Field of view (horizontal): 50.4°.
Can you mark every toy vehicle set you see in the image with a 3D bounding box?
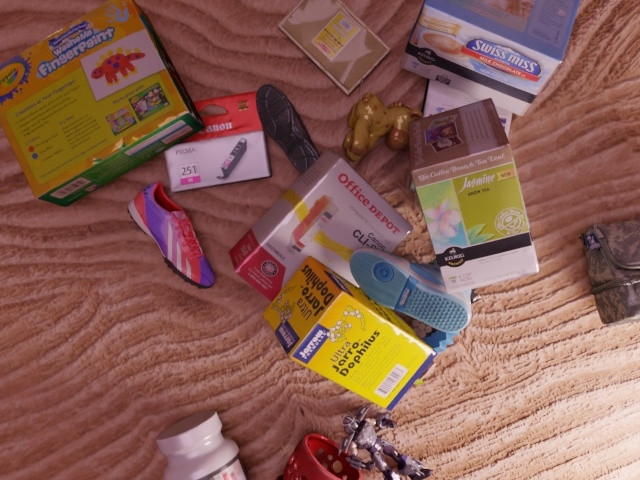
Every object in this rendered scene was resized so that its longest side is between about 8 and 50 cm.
[{"bbox_3d":[0.037,-0.537,1.810,0.267,0.035,0.166,45,94,0],"label":"toy vehicle set"}]

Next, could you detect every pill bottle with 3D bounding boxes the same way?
[{"bbox_3d":[-0.288,0.652,1.790,0.210,0.210,0.363,-21,91,4],"label":"pill bottle"}]

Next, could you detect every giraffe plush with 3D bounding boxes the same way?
[{"bbox_3d":[0.165,-0.297,1.755,0.170,0.181,0.210,11,110,-9],"label":"giraffe plush"}]

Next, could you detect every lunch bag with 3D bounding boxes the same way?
[{"bbox_3d":[0.834,0.064,1.718,0.305,0.212,0.256,-11,75,3],"label":"lunch bag"}]

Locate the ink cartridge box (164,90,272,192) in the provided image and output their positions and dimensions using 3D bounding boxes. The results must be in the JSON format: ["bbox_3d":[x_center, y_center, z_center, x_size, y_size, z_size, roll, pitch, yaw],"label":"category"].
[{"bbox_3d":[-0.283,-0.267,1.828,0.275,0.060,0.239,-9,93,3],"label":"ink cartridge box"}]

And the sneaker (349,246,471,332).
[{"bbox_3d":[0.232,0.087,1.683,0.319,0.208,0.127,31,122,4],"label":"sneaker"}]

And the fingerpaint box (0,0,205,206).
[{"bbox_3d":[-0.587,-0.358,1.766,0.445,0.163,0.371,-29,81,4],"label":"fingerpaint box"}]

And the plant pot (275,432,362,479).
[{"bbox_3d":[-0.012,0.635,1.787,0.191,0.191,0.174,34,98,1],"label":"plant pot"}]

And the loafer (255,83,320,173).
[{"bbox_3d":[-0.083,-0.292,1.812,0.096,0.084,0.267,-32,87,17],"label":"loafer"}]

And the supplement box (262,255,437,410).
[{"bbox_3d":[0.073,0.227,1.636,0.356,0.194,0.195,34,96,-34],"label":"supplement box"}]

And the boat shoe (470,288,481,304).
[{"bbox_3d":[0.387,0.106,1.815,0.042,0.049,0.133,-24,93,-2],"label":"boat shoe"}]

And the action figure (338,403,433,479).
[{"bbox_3d":[0.158,0.555,1.805,0.285,0.099,0.185,46,60,-10],"label":"action figure"}]

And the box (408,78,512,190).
[{"bbox_3d":[0.373,-0.271,1.795,0.232,0.058,0.322,10,92,2],"label":"box"}]

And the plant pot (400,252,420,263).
[{"bbox_3d":[0.224,0.093,1.797,0.096,0.109,0.109,-43,89,-9],"label":"plant pot"}]

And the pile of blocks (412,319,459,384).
[{"bbox_3d":[0.286,0.278,1.786,0.362,0.112,0.149,-49,50,8],"label":"pile of blocks"}]

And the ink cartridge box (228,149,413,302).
[{"bbox_3d":[0.000,0.000,1.735,0.279,0.160,0.384,42,93,-19],"label":"ink cartridge box"}]

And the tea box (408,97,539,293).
[{"bbox_3d":[0.349,-0.113,1.591,0.220,0.329,0.323,-15,116,14],"label":"tea box"}]

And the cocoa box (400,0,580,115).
[{"bbox_3d":[0.410,-0.511,1.661,0.347,0.228,0.231,23,65,2],"label":"cocoa box"}]

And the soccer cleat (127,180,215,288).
[{"bbox_3d":[-0.378,-0.012,1.810,0.116,0.108,0.318,-41,86,22],"label":"soccer cleat"}]
